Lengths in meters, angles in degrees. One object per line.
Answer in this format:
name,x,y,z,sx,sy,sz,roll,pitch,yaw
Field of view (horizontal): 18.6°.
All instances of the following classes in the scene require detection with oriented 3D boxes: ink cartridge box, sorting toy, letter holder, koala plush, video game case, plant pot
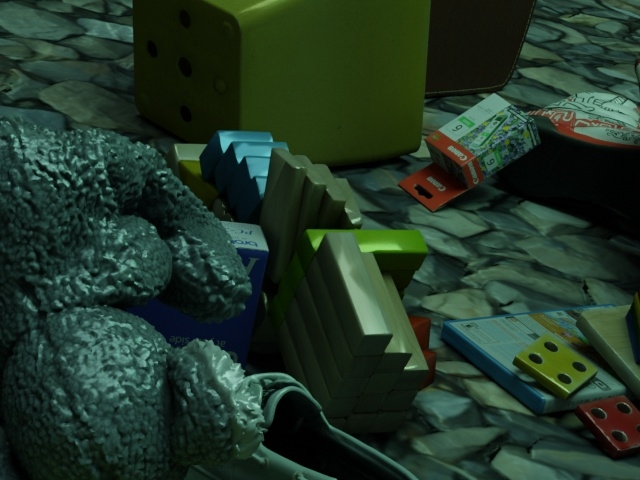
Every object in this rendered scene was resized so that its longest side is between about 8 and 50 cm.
ink cartridge box,-0.144,0.029,1.270,0.207,0.097,0.046,6,23,-13
sorting toy,0.266,0.079,1.385,0.274,0.046,0.132,-5,42,-35
ink cartridge box,0.123,-0.076,1.668,0.115,0.029,0.063,-33,38,-13
letter holder,0.108,-0.308,1.928,0.214,0.302,0.152,-8,29,-40
koala plush,-0.136,0.064,1.084,0.196,0.203,0.221,-23,55,3
video game case,0.186,0.083,1.414,0.166,0.015,0.119,-4,27,-34
plant pot,-0.047,-0.177,1.690,0.187,0.212,0.212,-24,40,-37

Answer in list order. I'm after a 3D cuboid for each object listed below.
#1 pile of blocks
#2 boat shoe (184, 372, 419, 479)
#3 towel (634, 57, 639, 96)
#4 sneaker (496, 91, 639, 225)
pile of blocks,0.000,0.000,1.345,0.113,0.149,0.362,0,25,-26
boat shoe,-0.021,0.119,1.139,0.079,0.081,0.227,-12,33,-45
towel,0.367,-0.016,1.543,0.237,0.037,0.329,25,28,-17
sneaker,0.299,-0.062,1.716,0.270,0.090,0.145,20,26,26
